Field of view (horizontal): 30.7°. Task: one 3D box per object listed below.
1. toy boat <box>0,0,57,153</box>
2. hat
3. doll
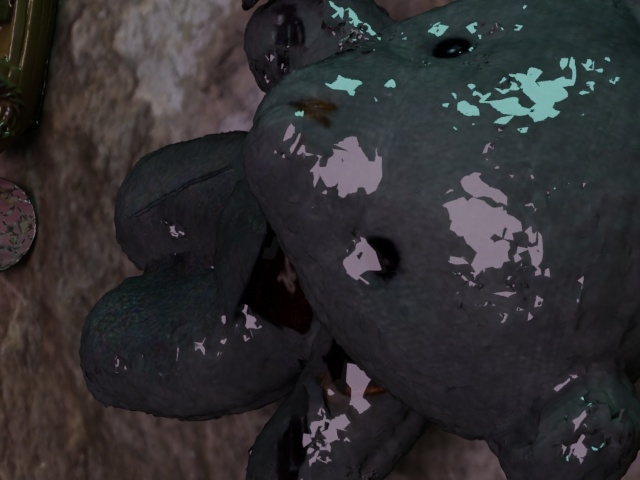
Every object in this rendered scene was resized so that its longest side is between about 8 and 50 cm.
[{"bbox_3d":[-0.197,-0.150,0.677,0.064,0.072,0.206,1,88,33],"label":"toy boat"},{"bbox_3d":[-0.211,-0.008,0.700,0.087,0.042,0.058,-2,87,1],"label":"hat"},{"bbox_3d":[-0.003,-0.002,0.476,0.340,0.158,0.246,-2,73,38],"label":"doll"}]
